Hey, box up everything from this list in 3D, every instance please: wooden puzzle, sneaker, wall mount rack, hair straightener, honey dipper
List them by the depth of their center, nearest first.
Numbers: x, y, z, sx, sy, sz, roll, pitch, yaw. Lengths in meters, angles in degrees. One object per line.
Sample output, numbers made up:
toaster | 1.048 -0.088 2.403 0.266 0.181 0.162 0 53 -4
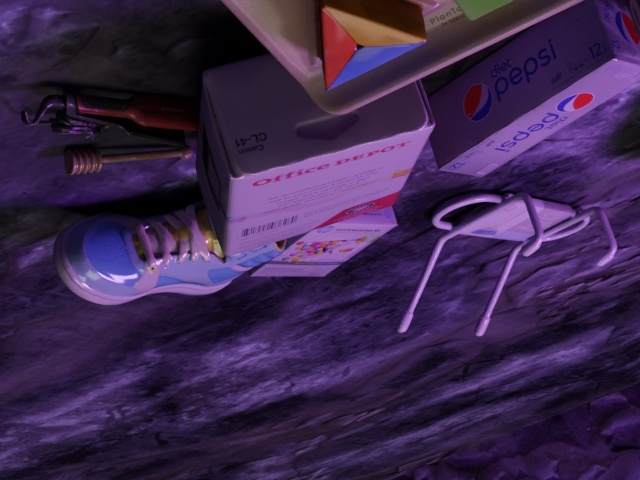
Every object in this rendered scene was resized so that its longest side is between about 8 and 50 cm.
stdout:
wooden puzzle | 0.046 -0.263 1.296 0.322 0.081 0.348 -24 134 22
hair straightener | -0.238 -0.125 1.689 0.230 0.047 0.089 -3 158 -45
honey dipper | -0.225 -0.100 1.810 0.160 0.030 0.030 -8 159 -32
sneaker | -0.174 -0.010 1.950 0.208 0.127 0.319 -28 167 35
wall mount rack | 0.280 0.034 2.396 0.350 0.131 0.304 7 150 -46

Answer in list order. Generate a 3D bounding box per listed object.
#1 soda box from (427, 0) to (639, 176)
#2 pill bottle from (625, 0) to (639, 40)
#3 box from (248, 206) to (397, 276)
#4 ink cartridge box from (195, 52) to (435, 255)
soda box | 0.255 -0.184 1.836 0.091 0.098 0.286 6 151 -43
pill bottle | 0.362 -0.259 1.438 0.161 0.283 0.161 -14 161 -5
box | 0.000 0.000 2.230 0.145 0.038 0.186 1 153 -40
ink cartridge box | -0.016 -0.105 1.692 0.226 0.131 0.306 -16 166 -10
